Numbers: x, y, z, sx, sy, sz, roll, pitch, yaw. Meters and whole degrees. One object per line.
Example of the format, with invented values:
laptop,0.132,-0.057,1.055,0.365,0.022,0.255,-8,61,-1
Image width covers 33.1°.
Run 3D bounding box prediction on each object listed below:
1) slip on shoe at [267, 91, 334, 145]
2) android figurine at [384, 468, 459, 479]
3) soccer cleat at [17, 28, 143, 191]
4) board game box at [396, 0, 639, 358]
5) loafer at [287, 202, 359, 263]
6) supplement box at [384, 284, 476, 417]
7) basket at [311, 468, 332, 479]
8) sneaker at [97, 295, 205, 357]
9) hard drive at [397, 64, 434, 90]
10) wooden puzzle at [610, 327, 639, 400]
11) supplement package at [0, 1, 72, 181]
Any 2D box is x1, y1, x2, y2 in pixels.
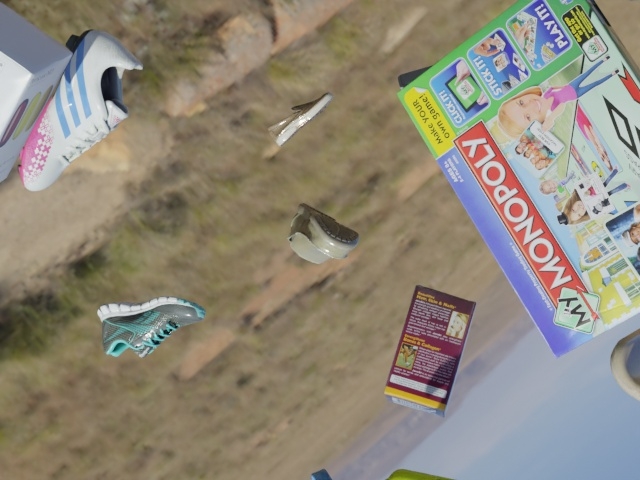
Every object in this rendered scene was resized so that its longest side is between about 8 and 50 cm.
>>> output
slip on shoe,-0.036,-0.229,1.953,0.135,0.041,0.051,-40,178,13
android figurine,0.101,0.374,1.219,0.056,0.272,0.248,-55,151,-65
soccer cleat,-0.427,-0.210,1.914,0.331,0.143,0.116,-62,173,20
board game box,0.240,-0.073,1.055,0.213,0.317,0.046,-35,169,27
loafer,0.000,0.000,2.032,0.092,0.102,0.268,-65,-166,6
supplement box,0.180,0.181,1.760,0.081,0.104,0.188,71,36,-72
basket,0.068,0.520,1.677,0.201,0.255,0.289,-21,-156,-9
sneaker,-0.226,0.120,1.442,0.166,0.076,0.065,-10,159,28
hard drive,0.159,-0.220,1.508,0.094,0.022,0.135,-16,175,6
wooden puzzle,0.485,0.218,1.164,0.322,0.348,0.080,-10,133,-58
supplement package,-0.489,-0.198,1.553,0.244,0.134,0.139,-54,-177,27
